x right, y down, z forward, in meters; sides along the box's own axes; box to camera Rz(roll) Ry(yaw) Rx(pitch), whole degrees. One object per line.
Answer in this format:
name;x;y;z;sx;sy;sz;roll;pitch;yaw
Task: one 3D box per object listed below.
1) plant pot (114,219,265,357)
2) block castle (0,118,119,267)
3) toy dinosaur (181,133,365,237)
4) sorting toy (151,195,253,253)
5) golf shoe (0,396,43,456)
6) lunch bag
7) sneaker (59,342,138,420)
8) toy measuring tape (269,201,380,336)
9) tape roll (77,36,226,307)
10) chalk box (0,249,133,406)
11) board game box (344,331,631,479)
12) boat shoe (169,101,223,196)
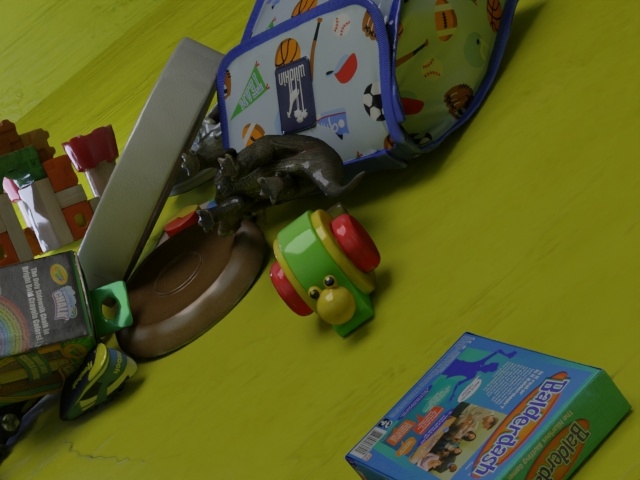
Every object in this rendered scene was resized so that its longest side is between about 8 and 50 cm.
plant pot;-0.176;0.050;1.968;0.236;0.032;0.236;-28;31;19
block castle;-0.540;-0.046;2.376;0.453;0.213;0.303;-25;5;-43
toy dinosaur;-0.055;-0.083;1.804;0.313;0.121;0.160;-21;4;45
sorting toy;-0.169;-0.013;2.131;0.208;0.038;0.193;-28;23;27
golf shoe;-0.405;0.180;2.044;0.273;0.105;0.120;-48;15;-25
lunch bag;0.050;-0.235;1.968;0.328;0.239;0.385;-15;47;46
sneaker;-0.278;0.183;1.895;0.144;0.059;0.053;-44;42;40
toy measuring tape;0.000;0.000;1.708;0.121;0.121;0.330;-35;21;11
tape roll;-0.237;-0.092;2.115;0.392;0.072;0.392;-64;4;9
chalk box;-0.343;0.108;1.929;0.213;0.132;0.132;-12;60;-7
board game box;0.130;0.157;1.247;0.160;0.047;0.210;-44;20;-14
boat shoe;-0.145;-0.194;2.376;0.320;0.103;0.118;-43;20;-11
